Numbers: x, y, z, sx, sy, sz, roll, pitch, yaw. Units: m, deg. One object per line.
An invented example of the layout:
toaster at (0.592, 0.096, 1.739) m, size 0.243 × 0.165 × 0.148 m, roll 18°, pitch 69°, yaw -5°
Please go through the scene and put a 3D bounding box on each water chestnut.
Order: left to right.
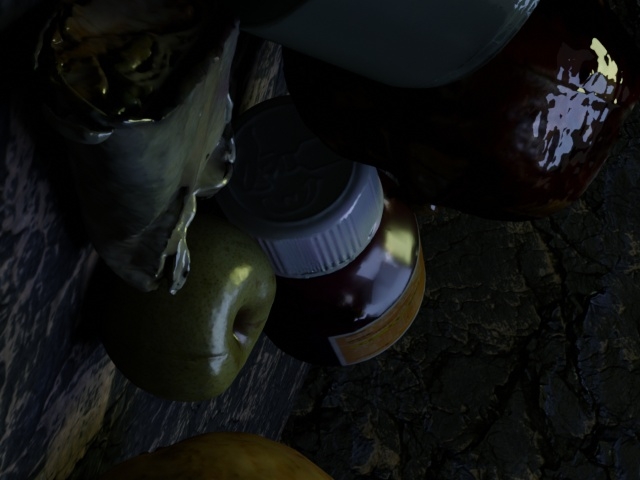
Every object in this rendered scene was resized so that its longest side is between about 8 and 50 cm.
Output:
water chestnut at (0.142, -0.201, 0.970) m, size 0.347 × 0.335 × 0.335 m, roll -61°, pitch 175°, yaw 19°

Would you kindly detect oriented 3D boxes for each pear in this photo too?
pear at (-0.118, 0.056, 0.924) m, size 0.167 × 0.136 × 0.167 m, roll 22°, pitch 90°, yaw -79°

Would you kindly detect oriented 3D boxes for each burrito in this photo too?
burrito at (-0.111, -0.081, 0.704) m, size 0.348 × 0.107 × 0.175 m, roll 96°, pitch 2°, yaw -73°

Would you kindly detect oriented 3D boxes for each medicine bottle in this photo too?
medicine bottle at (0.000, 0.000, 1.228) m, size 0.395 × 0.242 × 0.243 m, roll 69°, pitch 43°, yaw -71°

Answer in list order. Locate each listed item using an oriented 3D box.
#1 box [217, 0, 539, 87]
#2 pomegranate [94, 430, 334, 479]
box at (0.040, -0.229, 0.721) m, size 0.226 × 0.149 × 0.226 m, roll -22°, pitch -118°, yaw 49°
pomegranate at (-0.101, 0.402, 1.049) m, size 0.410 × 0.410 × 0.410 m, roll 22°, pitch 90°, yaw -83°
